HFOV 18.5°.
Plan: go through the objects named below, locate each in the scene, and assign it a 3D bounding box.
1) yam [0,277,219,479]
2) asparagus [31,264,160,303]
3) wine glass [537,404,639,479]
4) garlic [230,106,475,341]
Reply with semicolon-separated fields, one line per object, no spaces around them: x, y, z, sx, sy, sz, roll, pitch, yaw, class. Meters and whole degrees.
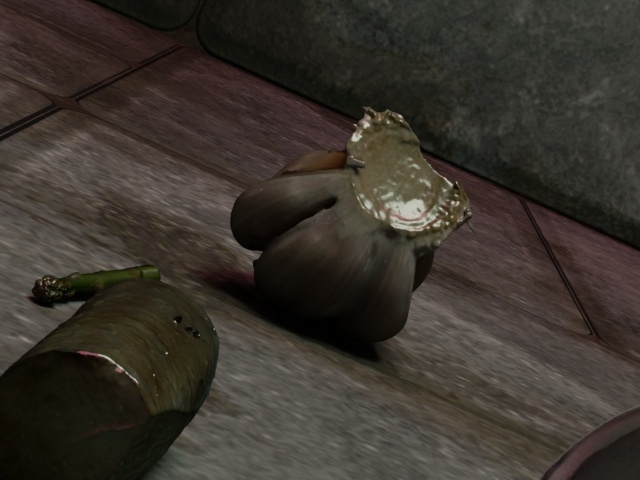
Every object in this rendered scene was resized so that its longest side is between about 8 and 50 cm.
-0.080;0.057;0.767;0.068;0.068;0.169;25;9;0;yam
-0.118;0.023;1.036;0.015;0.018;0.127;66;20;7;asparagus
0.151;0.128;0.690;0.165;0.165;0.196;27;5;14;wine glass
0.000;0.000;1.248;0.131;0.127;0.194;41;-22;-14;garlic
